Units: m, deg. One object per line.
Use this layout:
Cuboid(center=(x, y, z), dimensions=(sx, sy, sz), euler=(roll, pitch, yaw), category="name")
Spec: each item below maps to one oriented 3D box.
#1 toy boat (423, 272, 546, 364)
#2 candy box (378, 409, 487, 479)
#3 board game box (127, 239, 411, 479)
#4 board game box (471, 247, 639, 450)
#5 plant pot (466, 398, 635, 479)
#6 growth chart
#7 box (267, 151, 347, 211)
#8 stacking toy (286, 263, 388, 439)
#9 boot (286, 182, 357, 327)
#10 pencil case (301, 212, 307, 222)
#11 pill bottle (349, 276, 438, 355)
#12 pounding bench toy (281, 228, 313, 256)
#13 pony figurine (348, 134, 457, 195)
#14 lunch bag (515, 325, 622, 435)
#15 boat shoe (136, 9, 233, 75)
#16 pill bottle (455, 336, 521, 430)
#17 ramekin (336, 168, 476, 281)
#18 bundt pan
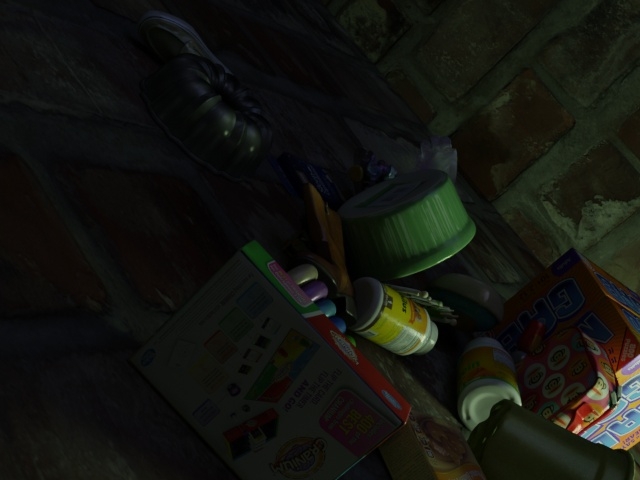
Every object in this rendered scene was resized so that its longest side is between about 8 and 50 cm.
Cuboid(center=(0.395, 0.202, 2.231), dimensions=(0.318, 0.148, 0.267), euler=(31, -11, -4), category="toy boat")
Cuboid(center=(0.227, 0.451, 1.579), dimensions=(0.183, 0.087, 0.316), euler=(25, 28, -44), category="candy box")
Cuboid(center=(-0.071, 0.195, 1.255), dimensions=(0.316, 0.242, 0.064), euler=(47, 18, 1), category="board game box")
Cuboid(center=(0.683, 0.309, 2.359), dimensions=(0.357, 0.356, 0.356), euler=(29, 26, -39), category="board game box")
Cuboid(center=(0.408, 0.445, 1.749), dimensions=(0.254, 0.276, 0.276), euler=(35, 20, 2), category="plant pot")
Cuboid(center=(0.206, 0.138, 2.025), dimensions=(0.172, 0.021, 0.237), euler=(9, -17, 27), category="growth chart")
Cuboid(center=(-0.027, -0.146, 2.291), dimensions=(0.225, 0.036, 0.136), euler=(17, 35, -52), category="box")
Cuboid(center=(0.019, 0.208, 1.587), dimensions=(0.330, 0.141, 0.141), euler=(55, 21, 9), category="stacking toy")
Cuboid(center=(0.000, 0.000, 1.811), dimensions=(0.264, 0.096, 0.280), euler=(41, 36, -49), category="boot")
Cuboid(center=(0.005, -0.021, 2.067), dimensions=(0.070, 0.065, 0.151), euler=(59, 7, -39), category="pencil case")
Cuboid(center=(0.148, 0.167, 1.920), dimensions=(0.215, 0.117, 0.117), euler=(31, 25, -36), category="pill bottle")
Cuboid(center=(-0.036, 0.012, 1.944), dimensions=(0.065, 0.052, 0.083), euler=(47, 20, 3), category="pounding bench toy")
Cuboid(center=(0.196, -0.106, 2.392), dimensions=(0.363, 0.303, 0.350), euler=(10, 73, -63), category="pony figurine")
Cuboid(center=(0.522, 0.357, 2.048), dimensions=(0.120, 0.293, 0.258), euler=(37, 26, -20), category="lunch bag")
Cuboid(center=(-0.305, -0.423, 2.166), dimensions=(0.302, 0.109, 0.094), euler=(37, 24, -31), category="boat shoe")
Cuboid(center=(0.372, 0.316, 2.053), dimensions=(0.136, 0.136, 0.245), euler=(43, 20, -10), category="pill bottle")
Cuboid(center=(0.181, -0.042, 2.059), dimensions=(0.303, 0.304, 0.148), euler=(-67, 137, -68), category="ramekin")
Cuboid(center=(-0.231, -0.286, 2.025), dimensions=(0.331, 0.124, 0.330), euler=(39, 22, -19), category="bundt pan")
